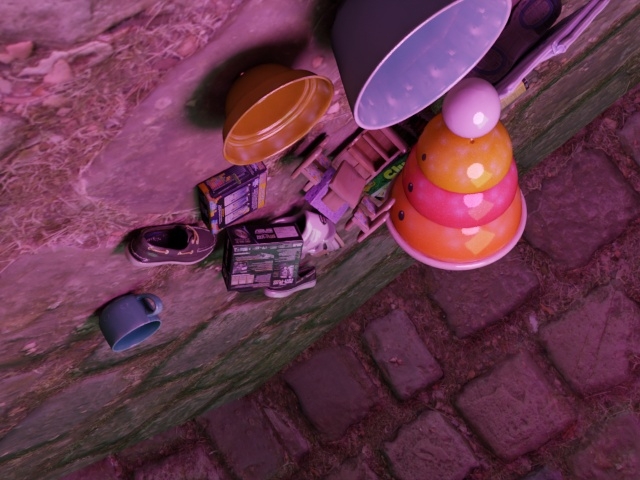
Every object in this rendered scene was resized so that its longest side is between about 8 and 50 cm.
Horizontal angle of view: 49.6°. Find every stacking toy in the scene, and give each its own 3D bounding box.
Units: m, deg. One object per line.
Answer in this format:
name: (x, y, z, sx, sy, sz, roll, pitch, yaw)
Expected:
stacking toy: (0.317, -0.187, 1.553, 0.350, 0.351, 0.480, -31, 150, -15)

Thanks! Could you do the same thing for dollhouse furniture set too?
dollhouse furniture set: (0.088, -0.161, 1.553, 0.161, 0.212, 0.242, -41, -169, 29)

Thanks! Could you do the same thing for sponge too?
sponge: (0.036, -0.119, 1.817, 0.117, 0.031, 0.210, -49, 157, 3)

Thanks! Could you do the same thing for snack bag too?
snack bag: (0.467, -0.398, 1.599, 0.342, 0.037, 0.323, -45, -174, -14)

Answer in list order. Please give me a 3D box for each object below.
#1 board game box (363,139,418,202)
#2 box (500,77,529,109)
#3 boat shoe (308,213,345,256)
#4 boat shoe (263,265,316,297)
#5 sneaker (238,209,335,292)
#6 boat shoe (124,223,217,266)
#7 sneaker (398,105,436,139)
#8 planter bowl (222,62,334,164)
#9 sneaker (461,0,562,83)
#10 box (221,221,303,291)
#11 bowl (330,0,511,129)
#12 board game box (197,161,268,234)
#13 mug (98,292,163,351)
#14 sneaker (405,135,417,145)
board game box: (0.241, -0.193, 1.888, 0.259, 0.030, 0.136, -35, 136, 30)
box: (0.484, -0.391, 1.981, 0.232, 0.058, 0.087, -40, 165, 16)
boat shoe: (0.000, 0.000, 2.018, 0.103, 0.113, 0.302, -32, 171, -2)
boat shoe: (-0.103, 0.133, 2.344, 0.219, 0.077, 0.070, -17, 123, -42)
sneaker: (-0.133, 0.016, 1.837, 0.330, 0.122, 0.146, -34, 146, 14)
boat shoe: (-0.298, 0.005, 1.453, 0.068, 0.081, 0.227, -40, 163, 36)
sneaker: (0.241, -0.294, 1.677, 0.088, 0.093, 0.225, -41, 164, 23)
planter bowl: (-0.090, -0.228, 1.151, 0.217, 0.090, 0.217, -32, 166, -9)
sneaker: (0.433, -0.444, 1.610, 0.297, 0.111, 0.129, -38, 171, 15)
box: (-0.144, 0.040, 1.708, 0.180, 0.078, 0.147, -5, 130, -20)
bowl: (0.139, -0.346, 1.140, 0.311, 0.163, 0.311, -33, 166, -9)
board game box: (-0.183, -0.095, 1.458, 0.141, 0.048, 0.170, -32, 165, -19)
mug: (-0.448, 0.181, 1.650, 0.157, 0.097, 0.129, -33, 165, -11)
sneaker: (0.318, -0.258, 1.946, 0.226, 0.086, 0.163, -31, 158, 25)
